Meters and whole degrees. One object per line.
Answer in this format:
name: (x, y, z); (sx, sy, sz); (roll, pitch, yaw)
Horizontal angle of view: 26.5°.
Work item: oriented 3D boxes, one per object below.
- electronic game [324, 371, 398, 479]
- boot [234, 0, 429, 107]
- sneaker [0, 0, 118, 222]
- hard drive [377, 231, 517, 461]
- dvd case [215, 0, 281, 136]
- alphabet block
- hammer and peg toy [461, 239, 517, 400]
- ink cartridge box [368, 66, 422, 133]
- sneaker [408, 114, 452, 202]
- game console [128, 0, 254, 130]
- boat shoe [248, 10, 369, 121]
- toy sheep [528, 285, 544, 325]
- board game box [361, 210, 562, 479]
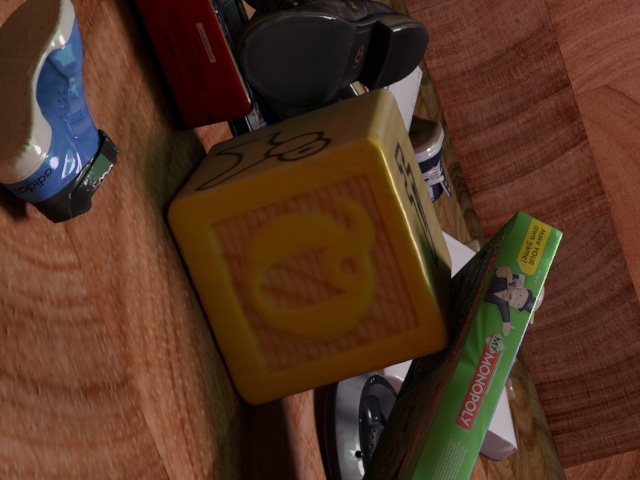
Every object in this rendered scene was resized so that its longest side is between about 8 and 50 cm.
electronic game: (0.057, 0.239, 1.438); (0.229, 0.048, 0.229); (-15, 90, -70)
boot: (-0.045, -0.224, 1.298); (0.229, 0.091, 0.263); (39, 29, 30)
sneaker: (-0.165, -0.080, 0.854); (0.084, 0.058, 0.152); (51, 28, -46)
hard drive: (0.144, 0.103, 1.803); (0.233, 0.047, 0.353); (31, 33, -28)
dvd case: (-0.086, -0.182, 1.453); (0.180, 0.022, 0.253); (-68, 139, -70)
alphabet block: (0.000, 0.000, 1.185); (0.197, 0.192, 0.193); (-69, 138, -70)
hammer and peg toy: (0.203, 0.082, 2.124); (0.266, 0.127, 0.361); (-53, 125, -75)
ink cartridge box: (0.093, -0.186, 2.002); (0.208, 0.045, 0.206); (38, 66, -74)
sneaker: (0.165, -0.114, 2.232); (0.282, 0.099, 0.153); (-113, -177, -77)
game console: (-0.110, -0.180, 1.203); (0.085, 0.124, 0.144); (-41, 115, -48)
boat shoe: (0.017, -0.130, 1.505); (0.120, 0.122, 0.324); (-92, 161, -64)
toy sheep: (0.294, 0.078, 2.036); (0.132, 0.091, 0.091); (42, 32, -54)
board game box: (0.096, 0.150, 1.144); (0.317, 0.046, 0.213); (-65, -176, -22)
